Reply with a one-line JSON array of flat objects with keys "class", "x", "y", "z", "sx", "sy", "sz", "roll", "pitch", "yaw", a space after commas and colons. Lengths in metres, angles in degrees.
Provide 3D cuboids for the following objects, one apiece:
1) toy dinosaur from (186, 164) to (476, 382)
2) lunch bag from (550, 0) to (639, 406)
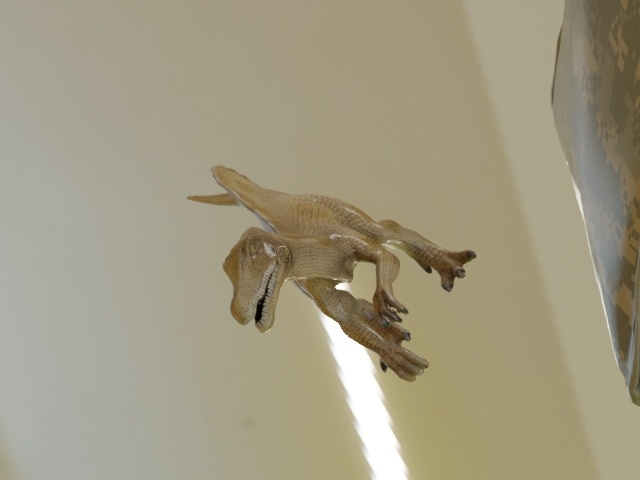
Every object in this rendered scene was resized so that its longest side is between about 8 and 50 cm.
[{"class": "toy dinosaur", "x": 0.000, "y": 0.000, "z": 0.682, "sx": 0.093, "sy": 0.053, "sz": 0.183, "roll": 33, "pitch": 6, "yaw": -10}, {"class": "lunch bag", "x": 0.203, "y": -0.107, "z": 0.931, "sx": 0.235, "sy": 0.169, "sz": 0.287, "roll": -97, "pitch": -177, "yaw": -47}]
